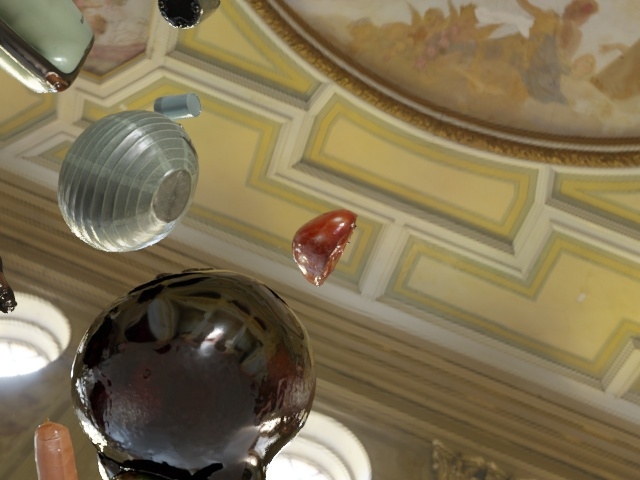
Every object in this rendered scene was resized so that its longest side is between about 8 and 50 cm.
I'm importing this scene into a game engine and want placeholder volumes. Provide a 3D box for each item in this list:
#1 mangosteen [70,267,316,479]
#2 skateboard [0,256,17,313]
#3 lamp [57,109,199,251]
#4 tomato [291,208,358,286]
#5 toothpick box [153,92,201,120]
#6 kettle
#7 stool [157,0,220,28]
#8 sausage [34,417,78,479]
[{"bbox_3d":[-0.141,0.183,0.818,0.297,0.313,0.296,-16,-39,-14],"label":"mangosteen"},{"bbox_3d":[-0.715,0.094,1.516,0.080,0.067,0.151,-3,-69,55],"label":"skateboard"},{"bbox_3d":[-0.330,-0.109,1.180,0.233,0.233,0.265,27,-96,0],"label":"lamp"},{"bbox_3d":[0.000,0.000,1.252,0.091,0.139,0.159,32,-46,6],"label":"tomato"},{"bbox_3d":[-0.292,-0.271,1.394,0.083,0.052,0.052,-2,-65,24],"label":"toothpick box"},{"bbox_3d":[-0.470,-0.341,1.022,0.165,0.240,0.255,-34,-49,5],"label":"kettle"},{"bbox_3d":[-0.229,-0.421,1.186,0.096,0.110,0.096,6,-53,8],"label":"stool"},{"bbox_3d":[-0.458,0.391,1.187,0.065,0.065,0.169,-17,-101,21],"label":"sausage"}]
